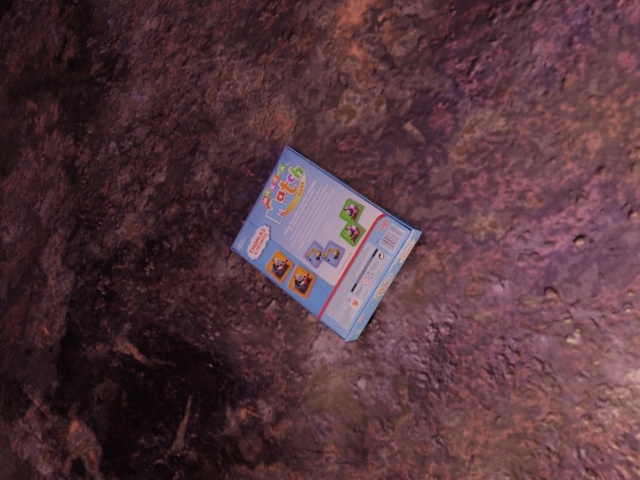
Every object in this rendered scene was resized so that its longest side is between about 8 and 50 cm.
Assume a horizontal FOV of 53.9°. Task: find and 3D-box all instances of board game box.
[{"bbox_3d":[0.000,0.000,0.799,0.211,0.039,0.160,36,104,26],"label":"board game box"}]
